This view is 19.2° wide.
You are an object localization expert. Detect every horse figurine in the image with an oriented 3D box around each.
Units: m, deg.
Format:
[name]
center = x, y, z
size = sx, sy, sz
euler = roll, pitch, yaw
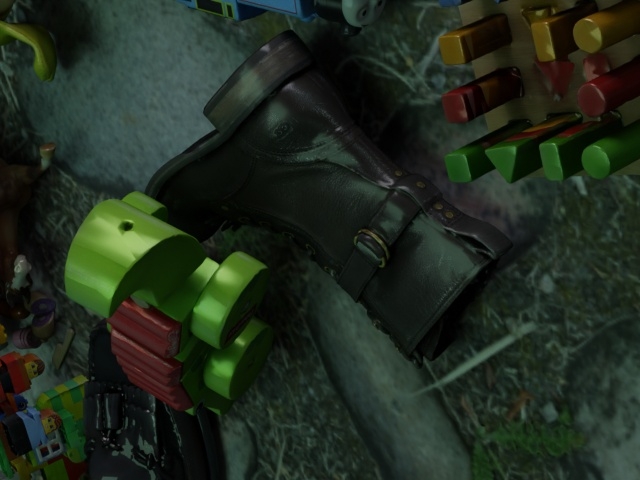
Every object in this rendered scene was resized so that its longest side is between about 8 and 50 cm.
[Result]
[horse figurine]
center = -0.309, -0.088, 1.595
size = 0.263, 0.066, 0.174
euler = 44, 148, 14

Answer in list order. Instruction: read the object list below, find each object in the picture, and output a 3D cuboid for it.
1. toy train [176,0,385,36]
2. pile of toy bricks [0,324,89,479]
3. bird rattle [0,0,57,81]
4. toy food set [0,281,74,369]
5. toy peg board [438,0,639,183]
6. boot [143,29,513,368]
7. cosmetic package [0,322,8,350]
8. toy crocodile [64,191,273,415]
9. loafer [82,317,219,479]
[toy train]
center = -0.026, -0.194, 1.242
size = 0.184, 0.080, 0.105
euler = 19, 132, 37
[pile of toy bricks]
center = -0.233, 0.153, 1.627
size = 0.118, 0.105, 0.212
euler = 29, 138, 53
[bird rattle]
center = -0.254, -0.240, 1.425
size = 0.207, 0.143, 0.253
euler = 55, 139, 34
[toy food set]
center = -0.268, 0.058, 1.673
size = 0.122, 0.019, 0.078
euler = 47, 137, 18
[toy peg board]
center = 0.133, -0.106, 1.116
size = 0.161, 0.079, 0.161
euler = 0, 111, 46
[boot]
center = 0.000, 0.000, 1.313
size = 0.229, 0.091, 0.263
euler = 47, 146, 5
[cosmetic package]
center = -0.353, 0.020, 1.614
size = 0.127, 0.107, 0.238
euler = 51, 159, 22
[toy crocodile]
center = -0.108, 0.060, 1.357
size = 0.115, 0.105, 0.340
euler = 30, 162, 12
[loafer]
center = -0.144, 0.207, 1.564
size = 0.109, 0.095, 0.303
euler = 6, 115, 45
